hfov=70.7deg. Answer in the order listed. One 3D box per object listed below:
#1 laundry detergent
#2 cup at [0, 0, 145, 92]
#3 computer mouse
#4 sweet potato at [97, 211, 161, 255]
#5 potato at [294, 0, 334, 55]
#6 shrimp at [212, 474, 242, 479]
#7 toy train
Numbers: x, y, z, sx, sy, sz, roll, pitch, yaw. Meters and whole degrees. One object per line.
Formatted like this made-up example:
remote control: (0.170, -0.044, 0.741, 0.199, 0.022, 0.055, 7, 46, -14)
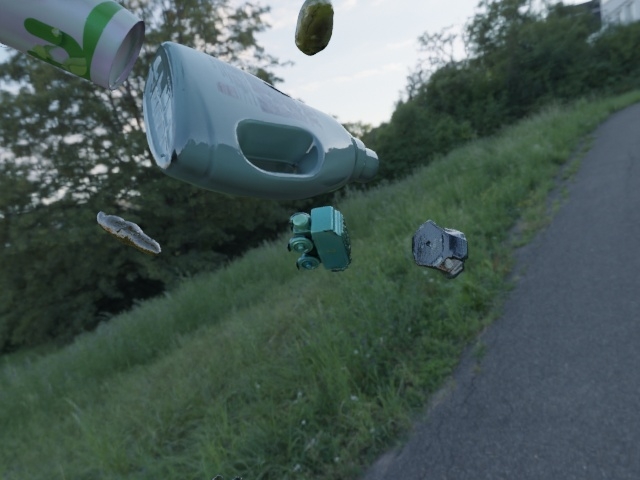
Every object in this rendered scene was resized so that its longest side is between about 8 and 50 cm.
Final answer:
laundry detergent: (-0.061, -0.152, 0.724, 0.398, 0.264, 0.124, 11, -50, -37)
cup: (-0.585, -0.508, 1.072, 0.274, 0.253, 0.253, 27, -2, -16)
computer mouse: (0.267, 0.020, 0.989, 0.062, 0.105, 0.192, 12, 11, -24)
sweet potato: (-0.513, -0.017, 1.214, 0.274, 0.067, 0.067, 25, 24, 23)
potato: (-0.014, -0.548, 1.158, 0.107, 0.080, 0.170, -36, -17, -27)
shrimp: (-0.108, 0.381, 0.420, 0.058, 0.295, 0.169, 6, 11, -10)
toy train: (0.000, 0.000, 1.268, 0.163, 0.203, 0.112, -8, 52, 10)
